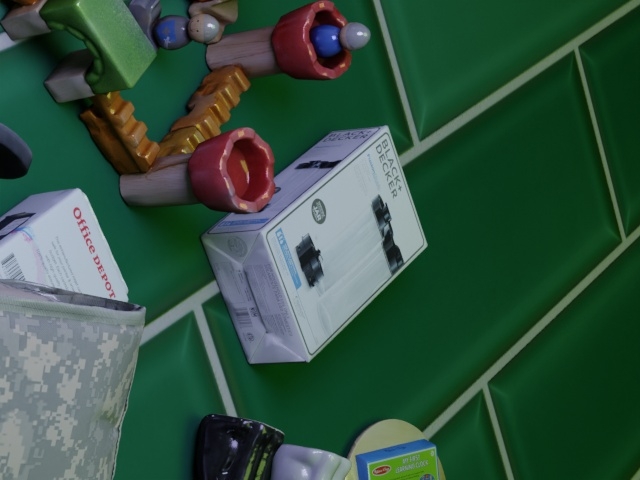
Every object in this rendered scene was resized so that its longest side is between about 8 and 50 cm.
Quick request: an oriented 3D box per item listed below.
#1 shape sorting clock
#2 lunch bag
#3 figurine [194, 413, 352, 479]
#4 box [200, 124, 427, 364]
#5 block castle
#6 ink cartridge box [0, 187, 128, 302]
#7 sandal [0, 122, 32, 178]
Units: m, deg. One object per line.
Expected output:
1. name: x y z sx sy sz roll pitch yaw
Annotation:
1. shape sorting clock: 0.091 0.321 2.033 0.206 0.040 0.206 8 80 -49
2. lunch bag: -0.277 0.147 1.324 0.287 0.169 0.235 12 89 -46
3. figurine: -0.067 0.314 1.796 0.215 0.092 0.209 30 70 -49
4. box: 0.000 0.000 1.916 0.290 0.087 0.169 -40 117 -49
5. block castle: -0.148 -0.274 1.647 0.453 0.212 0.303 58 43 -31
6. ink cartridge box: -0.274 0.048 1.548 0.175 0.072 0.127 -44 119 -47
7. sandal: -0.367 -0.091 1.433 0.254 0.097 0.055 20 68 -40
